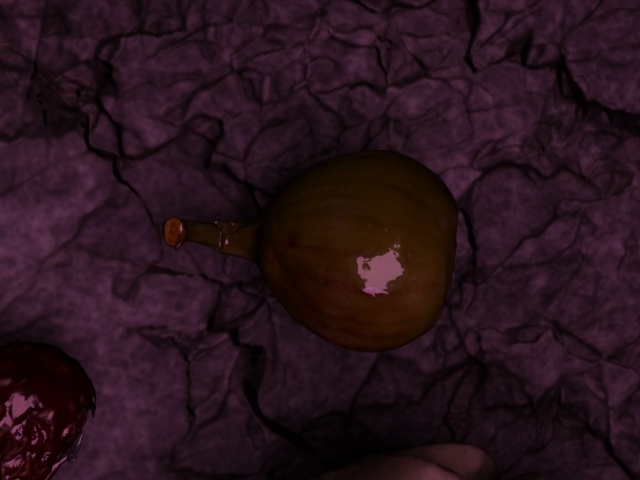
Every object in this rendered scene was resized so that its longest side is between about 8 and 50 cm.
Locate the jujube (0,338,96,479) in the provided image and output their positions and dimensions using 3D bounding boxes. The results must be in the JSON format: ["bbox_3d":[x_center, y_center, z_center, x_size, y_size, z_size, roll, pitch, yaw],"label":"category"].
[{"bbox_3d":[-0.230,0.139,0.961,0.104,0.104,0.166,42,84,-17],"label":"jujube"}]

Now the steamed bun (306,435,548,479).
[{"bbox_3d":[0.065,0.290,1.002,0.352,0.247,0.339,-24,119,-7],"label":"steamed bun"}]

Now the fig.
[{"bbox_3d":[0.008,0.013,1.015,0.186,0.148,0.142,-4,116,20],"label":"fig"}]
